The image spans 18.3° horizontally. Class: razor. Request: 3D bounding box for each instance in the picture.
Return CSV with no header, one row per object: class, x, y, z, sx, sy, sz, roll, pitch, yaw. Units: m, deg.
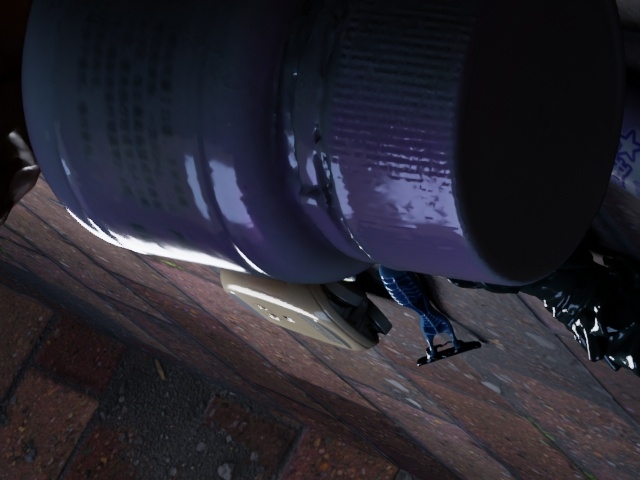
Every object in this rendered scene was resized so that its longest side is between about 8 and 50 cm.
razor,0.114,0.079,2.281,0.082,0.042,0.253,-18,152,11

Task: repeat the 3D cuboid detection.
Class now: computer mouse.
computer mouse,-0.020,0.065,2.436,0.236,0.082,0.145,14,160,47

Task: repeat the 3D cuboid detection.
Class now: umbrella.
umbrella,0.164,0.011,1.740,0.349,0.094,0.143,34,163,-14

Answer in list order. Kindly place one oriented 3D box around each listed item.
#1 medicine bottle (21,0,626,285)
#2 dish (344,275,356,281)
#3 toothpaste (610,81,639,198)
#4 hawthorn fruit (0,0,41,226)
medicine bottle,0.003,-0.099,1.250,0.325,0.256,0.256,9,159,35
dish,0.000,0.000,2.222,0.091,0.039,0.137,14,162,38
toothpaste,0.204,-0.077,1.356,0.371,0.080,0.125,31,174,29
hawthorn fruit,-0.459,-0.129,1.831,0.472,0.471,0.472,28,169,6
